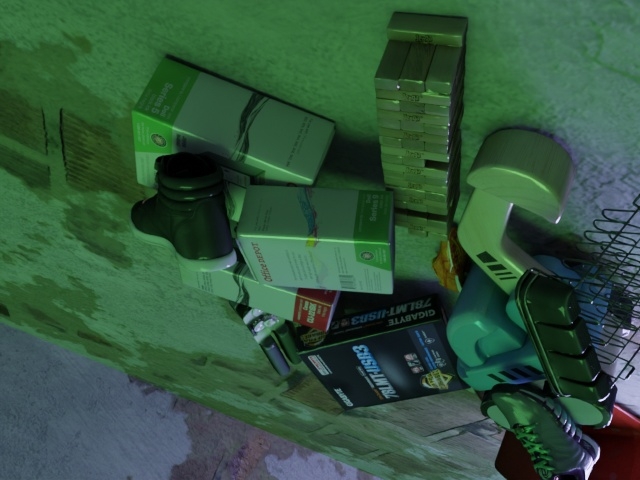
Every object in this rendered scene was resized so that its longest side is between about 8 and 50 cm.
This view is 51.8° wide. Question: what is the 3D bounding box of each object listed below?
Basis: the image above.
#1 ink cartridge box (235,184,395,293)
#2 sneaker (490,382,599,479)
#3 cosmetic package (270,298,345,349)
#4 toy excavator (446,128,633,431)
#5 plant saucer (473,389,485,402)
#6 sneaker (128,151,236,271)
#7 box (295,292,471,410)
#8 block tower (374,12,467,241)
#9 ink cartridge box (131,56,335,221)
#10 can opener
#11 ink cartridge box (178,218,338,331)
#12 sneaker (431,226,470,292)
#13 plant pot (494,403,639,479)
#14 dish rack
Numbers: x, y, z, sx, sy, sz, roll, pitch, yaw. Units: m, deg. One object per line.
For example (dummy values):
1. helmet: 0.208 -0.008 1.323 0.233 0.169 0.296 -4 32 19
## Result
1. ink cartridge box: 0.000 0.000 0.952 0.212 0.093 0.154 2 150 9
2. sneaker: 0.341 0.308 1.006 0.223 0.098 0.083 38 148 -15
3. cosmetic package: -0.059 0.123 1.385 0.153 0.129 0.296 9 149 21
4. toy excavator: 0.303 0.078 1.020 0.445 0.222 0.433 37 147 -12
5. plant saucer: 0.392 0.265 1.327 0.198 0.199 0.036 -10 177 44
6. sneaker: -0.209 -0.064 0.965 0.295 0.104 0.147 24 120 54
7. box: 0.136 0.242 1.358 0.293 0.073 0.296 -15 138 13
8. block tower: 0.134 -0.129 0.862 0.090 0.097 0.336 11 149 17
9. ink cartridge box: -0.135 -0.131 1.008 0.272 0.115 0.198 21 151 -2
10. can opener: -0.100 0.183 1.326 0.093 0.074 0.280 44 165 35
11. ink cartridge box: -0.084 0.012 1.137 0.272 0.197 0.114 17 150 5
12. sneaker: 0.217 0.037 1.131 0.067 0.064 0.175 18 150 26
13. plant pot: 0.566 0.498 1.522 0.267 0.267 0.235 32 162 -21
14. dish rack: 0.381 0.058 0.851 0.074 0.271 0.208 18 144 52
